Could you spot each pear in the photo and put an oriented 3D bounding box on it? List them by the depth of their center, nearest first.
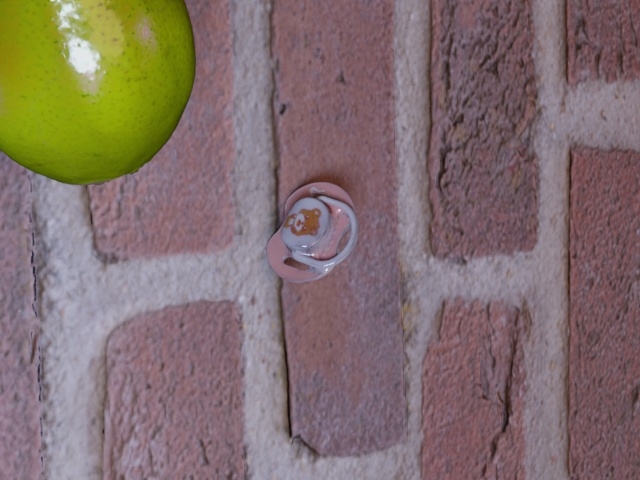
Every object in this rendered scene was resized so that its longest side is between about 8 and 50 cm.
[{"bbox_3d":[-0.188,-0.155,1.154,0.187,0.187,0.219,-46,135,-29],"label":"pear"}]

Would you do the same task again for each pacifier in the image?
[{"bbox_3d":[0.000,0.000,1.413,0.099,0.081,0.078,-65,156,-16],"label":"pacifier"}]
